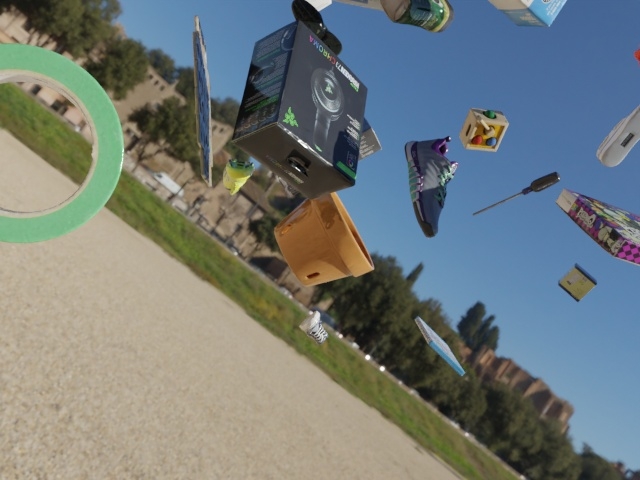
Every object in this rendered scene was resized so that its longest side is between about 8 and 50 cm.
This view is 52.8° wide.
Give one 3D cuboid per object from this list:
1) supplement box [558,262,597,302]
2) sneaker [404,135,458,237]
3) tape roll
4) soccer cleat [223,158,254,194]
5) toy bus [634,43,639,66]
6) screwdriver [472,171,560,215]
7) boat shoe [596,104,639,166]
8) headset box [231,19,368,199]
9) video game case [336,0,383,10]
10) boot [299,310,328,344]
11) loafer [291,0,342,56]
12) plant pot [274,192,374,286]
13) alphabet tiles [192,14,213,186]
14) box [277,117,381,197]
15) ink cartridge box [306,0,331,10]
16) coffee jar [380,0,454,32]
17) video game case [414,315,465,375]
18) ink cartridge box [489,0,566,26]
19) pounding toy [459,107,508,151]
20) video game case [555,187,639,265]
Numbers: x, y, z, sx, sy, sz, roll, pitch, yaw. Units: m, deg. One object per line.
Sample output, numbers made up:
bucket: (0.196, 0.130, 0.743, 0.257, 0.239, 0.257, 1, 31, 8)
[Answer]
supplement box: (0.805, 0.132, 2.020, 0.083, 0.083, 0.056, 43, 20, 9)
sneaker: (0.226, -0.114, 1.261, 0.083, 0.098, 0.224, 51, 30, -55)
tape roll: (-0.494, -0.157, 1.070, 0.321, 0.321, 0.077, 40, -9, -17)
soccer cleat: (-0.276, -0.208, 2.143, 0.093, 0.121, 0.289, 9, 6, -12)
toy bus: (0.774, -0.410, 1.333, 0.149, 0.211, 0.220, 22, 45, -36)
screwdriver: (0.358, -0.081, 1.184, 0.025, 0.169, 0.024, 13, 55, -53)
boat shoe: (0.967, -0.351, 2.022, 0.095, 0.258, 0.084, 35, 23, -16)
headset box: (-0.035, -0.256, 1.339, 0.131, 0.283, 0.246, -14, -36, 38)
video game case: (0.135, -0.829, 1.817, 0.299, 0.036, 0.329, 22, -49, 26)
boot: (-0.009, 0.262, 1.905, 0.086, 0.069, 0.190, 45, -9, 2)
loafer: (-0.015, -0.528, 1.609, 0.170, 0.062, 0.061, 51, 3, -18)
plant pot: (0.000, 0.000, 1.869, 0.291, 0.203, 0.291, 61, 8, -14)
alphabet tiles: (-0.262, -0.301, 1.437, 0.011, 0.343, 0.285, -3, -3, -4)
box: (0.016, -0.263, 1.937, 0.077, 0.307, 0.242, 60, 7, -22)
ink cartridge box: (-0.054, -0.719, 1.706, 0.140, 0.082, 0.191, 57, -1, 34)
coffee jar: (0.233, -0.550, 1.523, 0.184, 0.079, 0.096, -4, 60, -42)
video game case: (0.292, 0.258, 1.592, 0.119, 0.015, 0.166, 44, 7, -12)
ink cartridge box: (0.532, -0.818, 1.758, 0.394, 0.286, 0.166, 29, 9, -24)
pounding toy: (0.513, -0.352, 2.024, 0.130, 0.141, 0.100, 3, 44, -13)
video game case: (0.584, -0.007, 1.198, 0.232, 0.042, 0.210, 16, 25, -18)
